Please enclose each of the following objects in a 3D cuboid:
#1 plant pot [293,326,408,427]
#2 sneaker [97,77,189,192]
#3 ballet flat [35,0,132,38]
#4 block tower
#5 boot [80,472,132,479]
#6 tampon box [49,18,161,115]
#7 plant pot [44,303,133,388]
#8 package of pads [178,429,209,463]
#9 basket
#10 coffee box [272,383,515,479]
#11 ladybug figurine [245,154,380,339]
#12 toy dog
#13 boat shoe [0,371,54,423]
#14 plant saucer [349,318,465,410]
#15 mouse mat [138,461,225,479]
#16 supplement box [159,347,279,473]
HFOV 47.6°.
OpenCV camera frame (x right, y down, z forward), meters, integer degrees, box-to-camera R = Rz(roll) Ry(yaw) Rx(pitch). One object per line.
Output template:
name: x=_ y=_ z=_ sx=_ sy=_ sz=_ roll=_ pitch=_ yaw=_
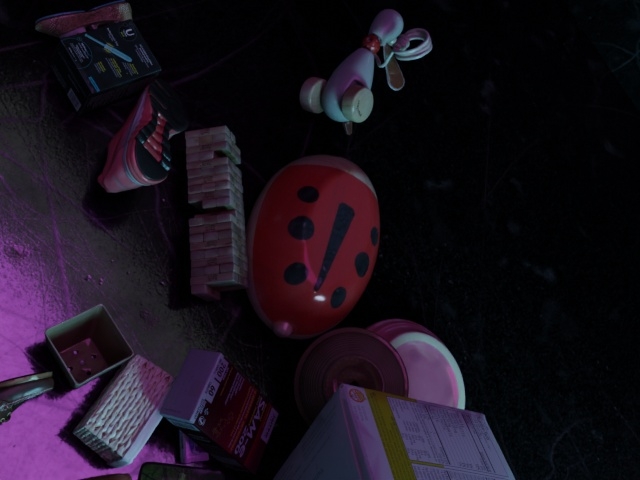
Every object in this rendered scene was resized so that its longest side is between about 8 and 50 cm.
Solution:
plant pot: x=0.064 y=0.290 z=1.443 sx=0.237 sy=0.110 sz=0.238 roll=0 pitch=80 yaw=-3
sneaker: x=-0.356 y=-0.208 z=1.416 sx=0.116 sy=0.136 sz=0.314 roll=53 pitch=27 yaw=-32
ballet flat: x=-0.464 y=-0.430 z=1.455 sx=0.206 sy=0.073 sz=0.067 roll=-27 pitch=103 yaw=-33
block tower: x=-0.206 y=-0.054 z=1.446 sx=0.097 sy=0.091 sz=0.336 roll=-7 pitch=74 yaw=12
boot: x=-0.422 y=0.499 z=1.133 sx=0.269 sy=0.089 sz=0.236 roll=4 pitch=71 yaw=-33
tampon box: x=-0.422 y=-0.340 z=1.425 sx=0.161 sy=0.101 sz=0.121 roll=-31 pitch=92 yaw=-37
plant pot: x=-0.402 y=0.193 z=1.242 sx=0.109 sy=0.096 sz=0.109 roll=-27 pitch=75 yaw=-37
package of pads: x=-0.233 y=0.366 z=1.335 sx=0.050 sy=0.032 sz=0.083 roll=2 pitch=72 yaw=-31
basket: x=-0.333 y=0.291 z=1.251 sx=0.103 sy=0.113 sz=0.167 roll=40 pitch=56 yaw=-10
coffee box: x=0.134 y=0.511 z=1.259 sx=0.334 sy=0.338 sz=0.338 roll=17 pitch=31 yaw=-27
ladybug figurine: x=0.000 y=0.000 z=1.536 sx=0.305 sy=0.162 sz=0.450 roll=29 pitch=60 yaw=-22
toy dog: x=0.108 y=-0.384 z=1.740 sx=0.333 sy=0.161 sz=0.220 roll=-38 pitch=54 yaw=-8
boat shoe: x=-0.530 y=0.265 z=1.160 sx=0.206 sy=0.073 sz=0.073 roll=-13 pitch=82 yaw=-28
plant saucer: x=0.197 y=0.331 z=1.593 sx=0.332 sy=0.084 sz=0.332 roll=11 pitch=68 yaw=-28
mouse mat: x=-0.251 y=0.488 z=1.261 sx=0.152 sy=0.007 sz=0.190 roll=10 pitch=64 yaw=-10
supplement box: x=-0.173 y=0.309 z=1.299 sx=0.239 sy=0.073 sz=0.130 roll=57 pitch=45 yaw=-46
